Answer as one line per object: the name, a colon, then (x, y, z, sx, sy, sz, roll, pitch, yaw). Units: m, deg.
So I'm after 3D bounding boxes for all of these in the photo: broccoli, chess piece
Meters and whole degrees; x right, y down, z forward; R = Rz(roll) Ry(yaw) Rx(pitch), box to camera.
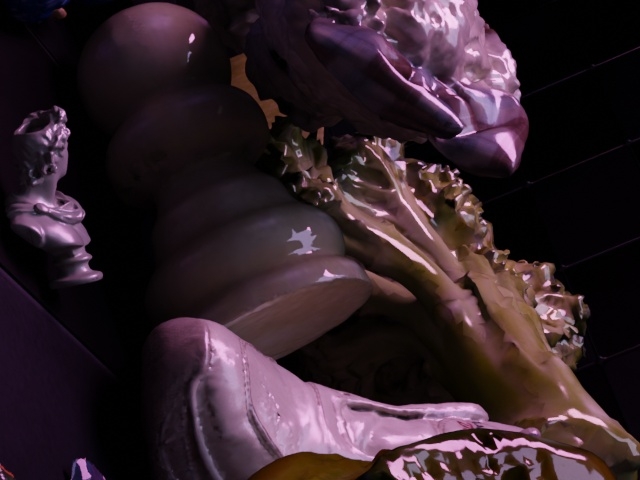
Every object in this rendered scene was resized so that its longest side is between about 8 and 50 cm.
broccoli: (0.127, 0.091, 1.152, 0.397, 0.275, 0.353, 32, 22, 32)
chess piece: (-0.084, -0.046, 0.947, 0.251, 0.144, 0.144, 63, 7, 17)

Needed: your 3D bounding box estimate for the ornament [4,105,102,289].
ornament: (-0.148, -0.019, 0.770, 0.068, 0.041, 0.092, -89, 165, -56)

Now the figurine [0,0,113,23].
figurine: (-0.172, -0.218, 0.852, 0.164, 0.120, 0.262, 65, 6, 9)

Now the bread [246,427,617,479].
bread: (0.067, 0.277, 0.669, 0.251, 0.208, 0.377, -2, 67, -37)

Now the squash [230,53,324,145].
squash: (-0.033, -0.083, 1.353, 0.220, 0.133, 0.220, -19, 90, -88)

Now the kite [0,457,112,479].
kite: (-0.104, 0.185, 0.616, 0.234, 0.016, 0.321, -101, 165, -45)

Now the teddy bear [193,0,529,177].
teddy bear: (-0.026, -0.154, 1.059, 0.327, 0.375, 0.362, 34, 49, -38)

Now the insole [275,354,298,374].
insole: (-0.026, 0.129, 1.230, 0.111, 0.007, 0.328, 46, 22, -61)

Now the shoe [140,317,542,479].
shoe: (0.032, 0.145, 0.867, 0.132, 0.210, 0.342, -102, 166, -49)
